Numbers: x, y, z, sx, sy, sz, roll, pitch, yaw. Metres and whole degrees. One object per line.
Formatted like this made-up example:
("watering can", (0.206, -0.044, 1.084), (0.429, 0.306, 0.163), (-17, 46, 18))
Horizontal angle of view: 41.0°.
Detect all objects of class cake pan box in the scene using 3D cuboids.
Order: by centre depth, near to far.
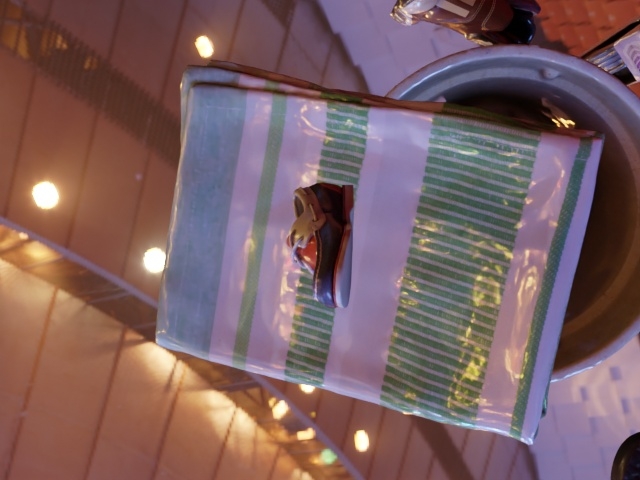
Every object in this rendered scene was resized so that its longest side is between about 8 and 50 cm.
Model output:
("cake pan box", (0.473, -0.288, 1.142), (0.070, 0.267, 0.246), (56, 174, -3))

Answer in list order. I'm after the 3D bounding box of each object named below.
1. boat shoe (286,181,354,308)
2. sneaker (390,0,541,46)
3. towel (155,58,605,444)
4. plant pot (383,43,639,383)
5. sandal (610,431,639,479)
("boat shoe", (0.000, 0.000, 0.545), (0.137, 0.043, 0.049), (-87, 0, -62))
("sneaker", (0.178, -0.280, 1.037), (0.163, 0.106, 0.281), (26, -160, -3))
("towel", (0.028, 0.005, 0.658), (0.038, 0.325, 0.247), (-23, -57, -69))
("plant pot", (0.193, -0.043, 0.960), (0.305, 0.334, 0.333), (-54, -55, -77))
("sandal", (0.246, 0.138, 0.488), (0.040, 0.179, 0.067), (176, 105, -83))
